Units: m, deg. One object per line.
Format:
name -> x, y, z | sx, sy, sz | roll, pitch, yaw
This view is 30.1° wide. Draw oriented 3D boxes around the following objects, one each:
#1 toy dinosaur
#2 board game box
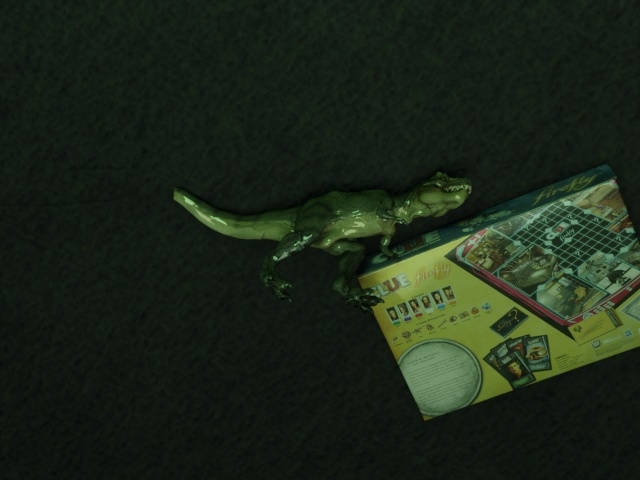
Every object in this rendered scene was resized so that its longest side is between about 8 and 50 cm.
toy dinosaur -> 0.000, 0.000, 1.038 | 0.268, 0.118, 0.064 | -3, 145, 6
board game box -> 0.175, 0.050, 1.078 | 0.243, 0.042, 0.165 | -21, 110, 12
